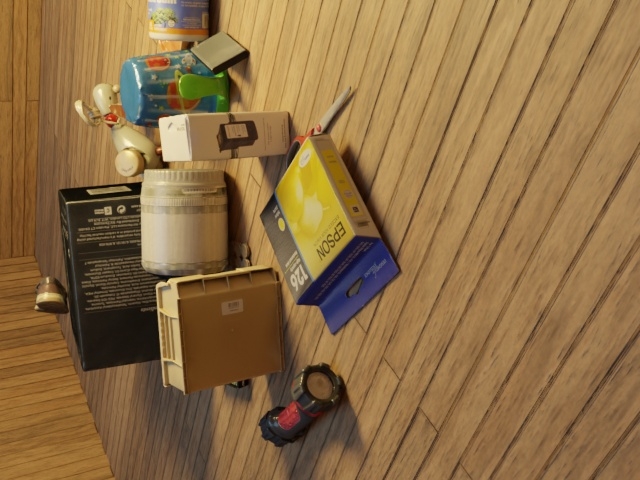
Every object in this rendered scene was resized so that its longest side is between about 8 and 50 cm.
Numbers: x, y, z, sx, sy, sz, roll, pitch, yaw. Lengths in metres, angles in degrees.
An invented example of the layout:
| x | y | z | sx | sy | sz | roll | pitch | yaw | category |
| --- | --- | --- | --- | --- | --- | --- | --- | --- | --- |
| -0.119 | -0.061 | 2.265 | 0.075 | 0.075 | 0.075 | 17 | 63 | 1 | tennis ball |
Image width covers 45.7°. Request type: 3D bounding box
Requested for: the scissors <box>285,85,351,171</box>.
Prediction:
| x | y | z | sx | sy | sz | roll | pitch | yaw | category |
| --- | --- | --- | --- | --- | --- | --- | --- | --- | --- |
| -0.012 | -0.224 | 1.538 | 0.109 | 0.021 | 0.297 | 62 | 145 | 33 | scissors |

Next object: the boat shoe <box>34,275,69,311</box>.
| x | y | z | sx | sy | sz | roll | pitch | yaw | category |
| --- | --- | --- | --- | --- | --- | --- | --- | --- | --- |
| -0.818 | 0.169 | 2.314 | 0.285 | 0.103 | 0.092 | 142 | 131 | -70 | boat shoe |

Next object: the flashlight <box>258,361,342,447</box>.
| x | y | z | sx | sy | sz | roll | pitch | yaw | category |
| --- | --- | --- | --- | --- | --- | --- | --- | --- | --- |
| -0.056 | 0.368 | 1.667 | 0.304 | 0.103 | 0.103 | -50 | 56 | 50 | flashlight |

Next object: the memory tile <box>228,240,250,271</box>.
| x | y | z | sx | sy | sz | roll | pitch | yaw | category |
| --- | --- | --- | --- | --- | --- | --- | --- | --- | --- |
| -0.203 | 0.077 | 1.935 | 0.113 | 0.012 | 0.148 | 8 | 104 | 58 | memory tile |

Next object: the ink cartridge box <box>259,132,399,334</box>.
| x | y | z | sx | sy | sz | roll | pitch | yaw | category |
| --- | --- | --- | --- | --- | --- | --- | --- | --- | --- |
| 0.000 | 0.000 | 1.511 | 0.303 | 0.072 | 0.307 | -51 | 55 | 51 | ink cartridge box |

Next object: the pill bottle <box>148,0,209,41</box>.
| x | y | z | sx | sy | sz | roll | pitch | yaw | category |
| --- | --- | --- | --- | --- | --- | --- | --- | --- | --- |
| -0.353 | -0.639 | 1.886 | 0.152 | 0.152 | 0.271 | 28 | 121 | 54 | pill bottle |

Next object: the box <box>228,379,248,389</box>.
| x | y | z | sx | sy | sz | roll | pitch | yaw | category |
| --- | --- | --- | --- | --- | --- | --- | --- | --- | --- |
| -0.267 | 0.279 | 2.017 | 0.184 | 0.045 | 0.190 | 13 | 109 | 40 | box |

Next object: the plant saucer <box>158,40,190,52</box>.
| x | y | z | sx | sy | sz | roll | pitch | yaw | category |
| --- | --- | --- | --- | --- | --- | --- | --- | --- | --- |
| -0.402 | -0.589 | 2.093 | 0.200 | 0.037 | 0.199 | 21 | 115 | 57 | plant saucer |

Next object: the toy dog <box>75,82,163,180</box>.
| x | y | z | sx | sy | sz | roll | pitch | yaw | category |
| --- | --- | --- | --- | --- | --- | --- | --- | --- | --- |
| -0.561 | -0.336 | 2.288 | 0.333 | 0.161 | 0.220 | 59 | -165 | -15 | toy dog |

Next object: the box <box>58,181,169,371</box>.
| x | y | z | sx | sy | sz | roll | pitch | yaw | category |
| --- | --- | --- | --- | --- | --- | --- | --- | --- | --- |
| -0.605 | 0.081 | 2.269 | 0.480 | 0.298 | 0.471 | -160 | 64 | -67 | box |

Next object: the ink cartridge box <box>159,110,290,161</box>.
| x | y | z | sx | sy | sz | roll | pitch | yaw | category |
| --- | --- | --- | --- | --- | --- | --- | --- | --- | --- |
| -0.211 | -0.228 | 1.658 | 0.172 | 0.237 | 0.100 | 9 | 104 | 59 | ink cartridge box |

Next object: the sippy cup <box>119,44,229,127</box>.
| x | y | z | sx | sy | sz | roll | pitch | yaw | category |
| --- | --- | --- | --- | --- | --- | --- | --- | --- | --- |
| -0.379 | -0.378 | 1.919 | 0.305 | 0.224 | 0.240 | -51 | 53 | 51 | sippy cup |

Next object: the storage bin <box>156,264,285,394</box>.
| x | y | z | sx | sy | sz | roll | pitch | yaw | category |
| --- | --- | --- | --- | --- | --- | --- | --- | --- | --- |
| -0.230 | 0.199 | 1.764 | 0.123 | 0.262 | 0.260 | 9 | 104 | 57 | storage bin |

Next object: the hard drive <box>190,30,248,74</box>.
| x | y | z | sx | sy | sz | roll | pitch | yaw | category |
| --- | --- | --- | --- | --- | --- | --- | --- | --- | --- |
| -0.242 | -0.447 | 1.806 | 0.135 | 0.094 | 0.022 | 47 | 165 | 45 | hard drive |

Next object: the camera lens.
| x | y | z | sx | sy | sz | roll | pitch | yaw | category |
| --- | --- | --- | --- | --- | --- | --- | --- | --- | --- |
| -0.345 | -0.043 | 1.935 | 0.219 | 0.219 | 0.274 | 12 | 103 | 58 | camera lens |
